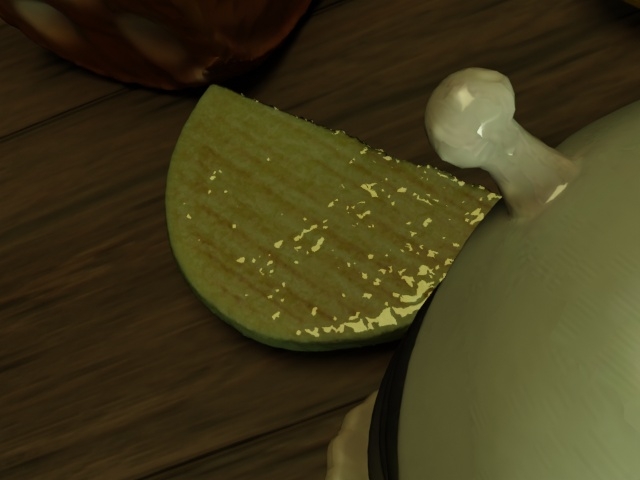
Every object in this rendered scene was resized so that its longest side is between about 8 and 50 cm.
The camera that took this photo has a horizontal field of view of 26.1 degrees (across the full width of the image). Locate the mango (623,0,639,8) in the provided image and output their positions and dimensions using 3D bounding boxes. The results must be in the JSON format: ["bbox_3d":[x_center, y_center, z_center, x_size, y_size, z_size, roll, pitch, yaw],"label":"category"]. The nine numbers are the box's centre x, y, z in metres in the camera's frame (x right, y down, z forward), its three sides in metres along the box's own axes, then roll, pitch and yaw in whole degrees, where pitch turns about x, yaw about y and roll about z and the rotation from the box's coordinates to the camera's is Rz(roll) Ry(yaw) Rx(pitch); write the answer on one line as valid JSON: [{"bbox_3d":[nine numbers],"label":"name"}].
[{"bbox_3d":[0.207,-0.150,0.661,0.190,0.075,0.098,12,78,24],"label":"mango"}]

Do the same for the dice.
[{"bbox_3d":[-0.098,-0.201,0.760,0.179,0.175,0.174,15,64,34],"label":"dice"}]

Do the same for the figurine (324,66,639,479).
[{"bbox_3d":[0.188,0.088,0.419,0.253,0.211,0.361,-37,58,-23],"label":"figurine"}]

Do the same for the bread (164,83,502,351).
[{"bbox_3d":[-0.005,0.002,0.670,0.193,0.036,0.112,23,73,29],"label":"bread"}]
